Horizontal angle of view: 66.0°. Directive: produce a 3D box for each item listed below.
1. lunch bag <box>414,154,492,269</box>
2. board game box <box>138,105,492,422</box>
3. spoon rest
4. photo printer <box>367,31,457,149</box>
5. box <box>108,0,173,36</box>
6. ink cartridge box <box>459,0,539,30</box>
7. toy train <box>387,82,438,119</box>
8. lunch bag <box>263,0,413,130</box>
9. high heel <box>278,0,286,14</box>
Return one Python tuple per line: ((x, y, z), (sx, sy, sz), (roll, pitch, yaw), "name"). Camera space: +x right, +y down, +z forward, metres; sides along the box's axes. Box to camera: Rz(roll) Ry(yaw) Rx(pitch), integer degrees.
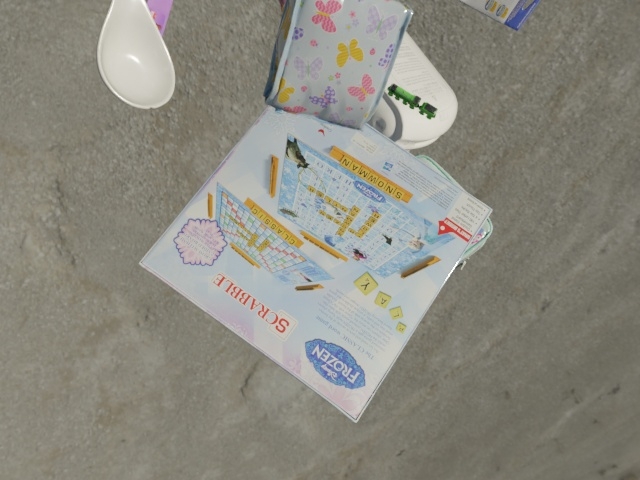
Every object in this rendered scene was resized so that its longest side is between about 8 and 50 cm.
((0.253, -0.051, 1.162), (0.224, 0.279, 0.108), (-36, 162, -7), "lunch bag")
((0.000, 0.000, 0.631), (0.318, 0.319, 0.066), (-53, 176, -13), "board game box")
((-0.326, -0.356, 0.823), (0.084, 0.276, 0.137), (-14, -175, 44), "spoon rest")
((0.124, -0.313, 0.951), (0.256, 0.307, 0.107), (-30, 172, -46), "photo printer")
((-0.401, -0.565, 1.114), (0.057, 0.201, 0.293), (8, 110, -47), "box")
((0.472, -0.740, 1.366), (0.311, 0.065, 0.185), (26, 132, -5), "ink cartridge box")
((0.134, -0.205, 0.721), (0.017, 0.083, 0.024), (-57, 176, -6), "toy train")
((0.006, -0.115, 0.307), (0.071, 0.053, 0.083), (10, 119, -14), "lunch bag")
((0.010, -0.601, 1.184), (0.244, 0.117, 0.082), (-11, 159, -5), "high heel")
